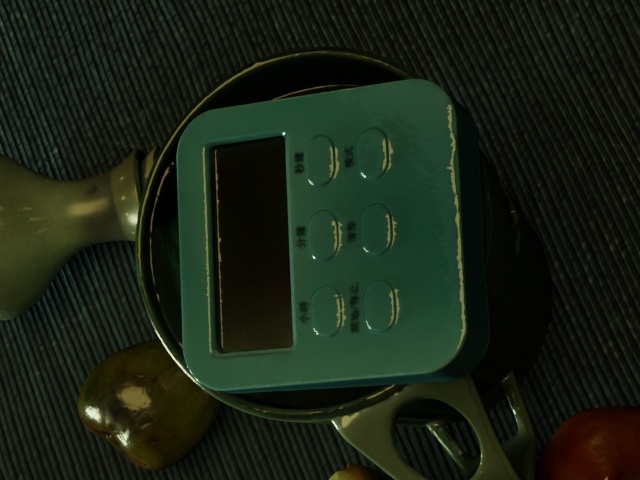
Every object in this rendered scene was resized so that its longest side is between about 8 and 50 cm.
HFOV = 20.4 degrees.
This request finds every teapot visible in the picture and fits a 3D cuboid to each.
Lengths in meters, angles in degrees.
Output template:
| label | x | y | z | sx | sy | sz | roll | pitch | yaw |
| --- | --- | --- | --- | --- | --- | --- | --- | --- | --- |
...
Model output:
| label | x | y | z | sx | sy | sz | roll | pitch | yaw |
| --- | --- | --- | --- | --- | --- | --- | --- | --- | --- |
| teapot | -0.278 | -0.022 | 1.874 | 0.250 | 0.183 | 0.184 | -12 | 75 | 5 |

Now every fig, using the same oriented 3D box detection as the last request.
| label | x | y | z | sx | sy | sz | roll | pitch | yaw |
| --- | --- | --- | --- | --- | --- | --- | --- | --- | --- |
| fig | -0.159 | 0.140 | 1.813 | 0.133 | 0.126 | 0.185 | 35 | 96 | 36 |

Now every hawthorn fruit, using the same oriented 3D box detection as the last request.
| label | x | y | z | sx | sy | sz | roll | pitch | yaw |
| --- | --- | --- | --- | --- | --- | --- | --- | --- | --- |
| hawthorn fruit | 0.272 | 0.222 | 1.603 | 0.169 | 0.188 | 0.169 | -2 | 78 | 8 |

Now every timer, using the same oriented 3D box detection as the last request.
| label | x | y | z | sx | sy | sz | roll | pitch | yaw |
| --- | --- | --- | --- | --- | --- | --- | --- | --- | --- |
| timer | 0.000 | 0.000 | 1.390 | 0.250 | 0.091 | 0.232 | -6 | 82 | 17 |

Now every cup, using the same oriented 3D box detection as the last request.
| label | x | y | z | sx | sy | sz | roll | pitch | yaw |
| --- | --- | --- | --- | --- | --- | --- | --- | --- | --- |
| cup | 0.045 | 0.066 | 1.606 | 0.310 | 0.392 | 0.401 | -5 | 77 | 20 |

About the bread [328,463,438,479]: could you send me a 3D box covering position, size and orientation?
| label | x | y | z | sx | sy | sz | roll | pitch | yaw |
| --- | --- | --- | --- | --- | --- | --- | --- | --- | --- |
| bread | 0.111 | 0.396 | 1.569 | 0.361 | 0.245 | 0.233 | 40 | 96 | 28 |
